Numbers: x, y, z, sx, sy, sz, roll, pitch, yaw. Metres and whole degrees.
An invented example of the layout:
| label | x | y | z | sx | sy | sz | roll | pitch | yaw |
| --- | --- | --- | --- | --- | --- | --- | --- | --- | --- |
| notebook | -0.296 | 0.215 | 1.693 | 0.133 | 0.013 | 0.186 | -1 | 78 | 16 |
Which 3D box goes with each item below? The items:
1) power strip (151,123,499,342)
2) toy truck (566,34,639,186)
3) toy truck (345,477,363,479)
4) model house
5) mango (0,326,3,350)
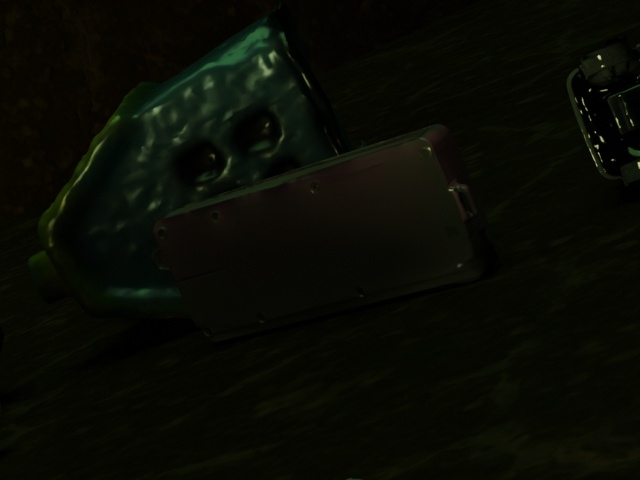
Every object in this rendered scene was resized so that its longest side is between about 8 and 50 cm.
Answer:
| label | x | y | z | sx | sy | sz | roll | pitch | yaw |
| --- | --- | --- | --- | --- | --- | --- | --- | --- | --- |
| power strip | 0.000 | 0.000 | 1.325 | 0.279 | 0.109 | 0.037 | -16 | 14 | 34 |
| toy truck | 0.311 | -0.124 | 1.331 | 0.253 | 0.114 | 0.124 | -21 | -4 | 8 |
| toy truck | 0.076 | 0.126 | 0.381 | 0.108 | 0.140 | 0.256 | -66 | 15 | -13 |
| model house | -0.104 | -0.049 | 1.562 | 0.303 | 0.215 | 0.237 | -25 | 10 | 6 |
| mango | -0.382 | 0.108 | 1.474 | 0.257 | 0.138 | 0.187 | -7 | -43 | -41 |
